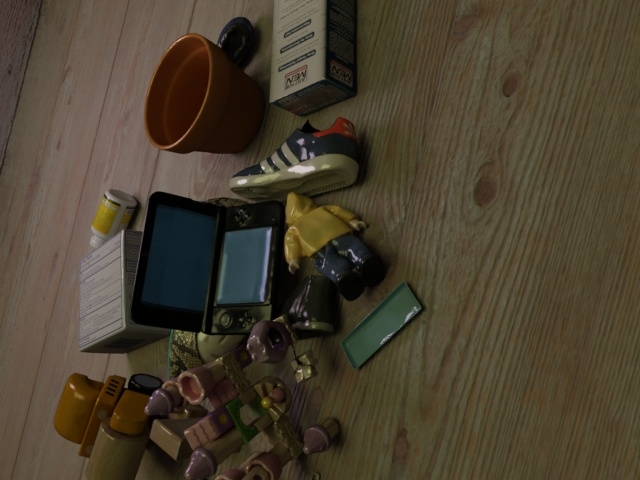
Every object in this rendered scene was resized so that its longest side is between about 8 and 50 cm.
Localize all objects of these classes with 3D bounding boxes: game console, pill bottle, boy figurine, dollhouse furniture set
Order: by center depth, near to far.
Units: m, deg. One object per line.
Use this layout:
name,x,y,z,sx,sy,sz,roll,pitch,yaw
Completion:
boy figurine,0.000,0.000,1.166,0.177,0.092,0.285,-37,47,-10
game console,-0.228,0.041,1.206,0.250,0.173,0.293,-6,70,29
dollhouse furniture set,-0.321,0.581,1.292,0.303,0.174,0.356,15,90,46
pill bottle,-0.662,-0.062,1.832,0.103,0.103,0.184,40,107,42

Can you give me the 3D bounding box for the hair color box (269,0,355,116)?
hair color box,-0.016,-0.476,1.303,0.174,0.105,0.347,-11,72,43

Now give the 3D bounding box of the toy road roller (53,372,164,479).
toy road roller,-0.546,0.456,1.439,0.329,0.240,0.202,-132,61,-77

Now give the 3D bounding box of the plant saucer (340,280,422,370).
plant saucer,0.113,0.162,1.083,0.192,0.018,0.067,-48,51,24

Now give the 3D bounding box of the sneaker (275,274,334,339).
sneaker,-0.054,0.143,1.219,0.222,0.083,0.118,-11,63,39

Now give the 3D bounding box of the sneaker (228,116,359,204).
sneaker,-0.058,-0.176,1.269,0.350,0.131,0.148,-8,68,37

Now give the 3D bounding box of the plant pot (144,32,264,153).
plant pot,-0.280,-0.342,1.459,0.291,0.203,0.291,-14,70,42

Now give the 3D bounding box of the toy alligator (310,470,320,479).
toy alligator,0.003,0.525,1.075,0.056,0.051,0.190,-44,53,27

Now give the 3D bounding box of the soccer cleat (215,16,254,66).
soccer cleat,-0.272,-0.487,1.589,0.289,0.093,0.121,-45,22,33

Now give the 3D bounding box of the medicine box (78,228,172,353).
medicine box,-0.560,0.151,1.648,0.263,0.149,0.289,-25,63,38

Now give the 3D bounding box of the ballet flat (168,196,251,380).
ballet flat,-0.235,0.129,1.343,0.182,0.164,0.483,0,77,34

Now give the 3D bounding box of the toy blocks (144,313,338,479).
toy blocks,-0.163,0.347,1.073,0.309,0.260,0.289,-33,85,33
